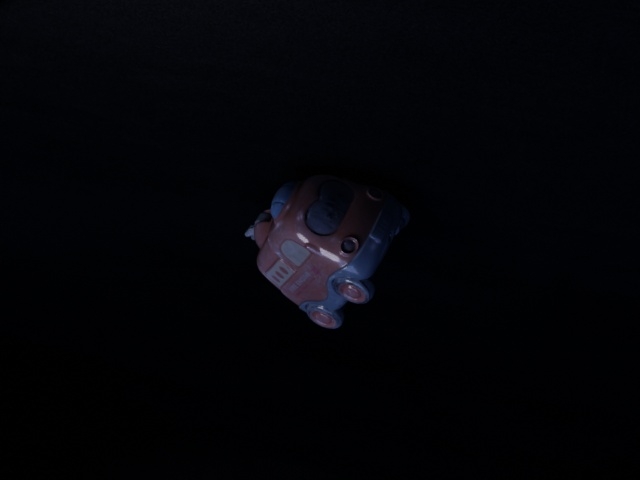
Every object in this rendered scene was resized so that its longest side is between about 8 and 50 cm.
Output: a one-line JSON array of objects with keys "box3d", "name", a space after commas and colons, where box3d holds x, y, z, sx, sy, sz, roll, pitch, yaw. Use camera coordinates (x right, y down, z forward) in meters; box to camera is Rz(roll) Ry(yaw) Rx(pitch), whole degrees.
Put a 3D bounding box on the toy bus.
[{"box3d": [0.000, 0.000, 2.107, 0.232, 0.197, 0.294, 32, 150, -6], "name": "toy bus"}]
